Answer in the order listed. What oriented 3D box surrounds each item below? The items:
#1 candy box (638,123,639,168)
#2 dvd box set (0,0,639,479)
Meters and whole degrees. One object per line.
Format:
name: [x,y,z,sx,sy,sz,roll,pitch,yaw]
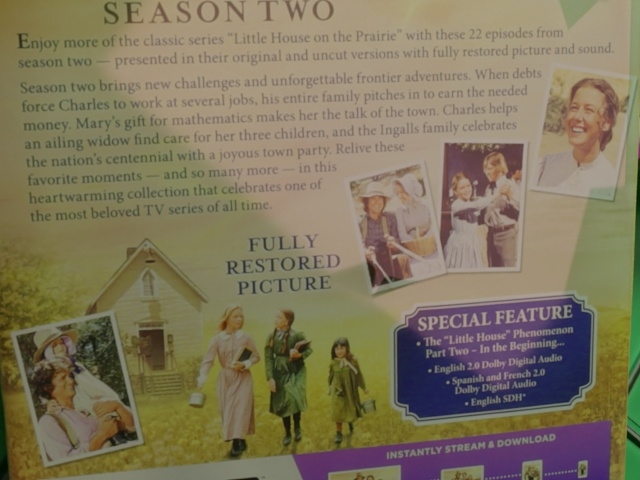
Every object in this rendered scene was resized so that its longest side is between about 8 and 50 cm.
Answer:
candy box: [0.153,-0.124,0.599,0.233,0.071,0.159,-44,117,-17]
dvd box set: [0.000,0.000,0.477,0.307,0.062,0.421,-4,102,-12]
